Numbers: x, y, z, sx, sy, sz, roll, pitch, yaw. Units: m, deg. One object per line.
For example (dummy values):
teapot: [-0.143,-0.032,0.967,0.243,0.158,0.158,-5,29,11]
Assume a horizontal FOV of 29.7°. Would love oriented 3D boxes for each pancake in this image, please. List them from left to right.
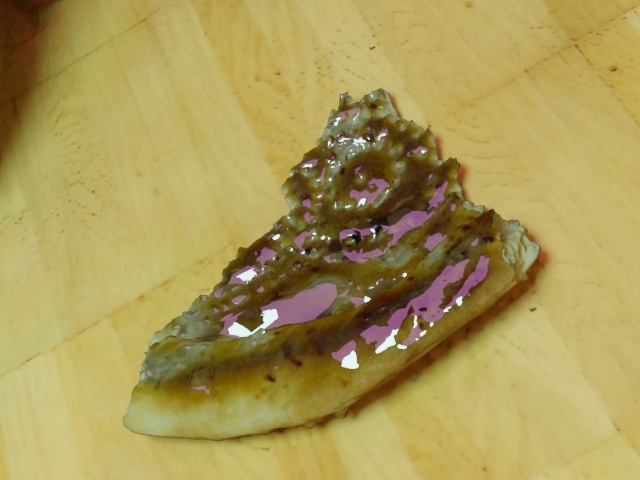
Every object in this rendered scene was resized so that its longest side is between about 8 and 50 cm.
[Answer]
pancake: [0.000,0.000,0.742,0.266,0.057,0.244,-11,54,20]
